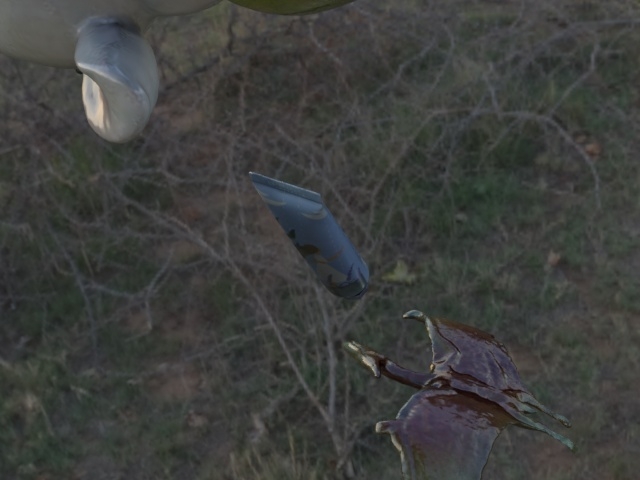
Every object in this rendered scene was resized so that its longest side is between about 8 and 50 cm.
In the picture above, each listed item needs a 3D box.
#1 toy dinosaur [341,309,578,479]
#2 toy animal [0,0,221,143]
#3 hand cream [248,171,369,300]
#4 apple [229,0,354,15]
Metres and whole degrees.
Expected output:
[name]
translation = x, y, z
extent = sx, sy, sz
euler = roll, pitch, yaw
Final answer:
[toy dinosaur]
translation = 0.116, 0.164, 0.769
extent = 0.206, 0.113, 0.327
euler = 8, 20, -17
[toy animal]
translation = -0.166, -0.207, 0.572
extent = 0.325, 0.154, 0.208
euler = 36, 88, 21
[hand cream]
translation = 0.000, 0.000, 1.028
extent = 0.091, 0.271, 0.058
euler = 22, 73, 27
[apple]
translation = 0.002, -0.205, 0.378
extent = 0.207, 0.174, 0.188
euler = 3, 55, 44
